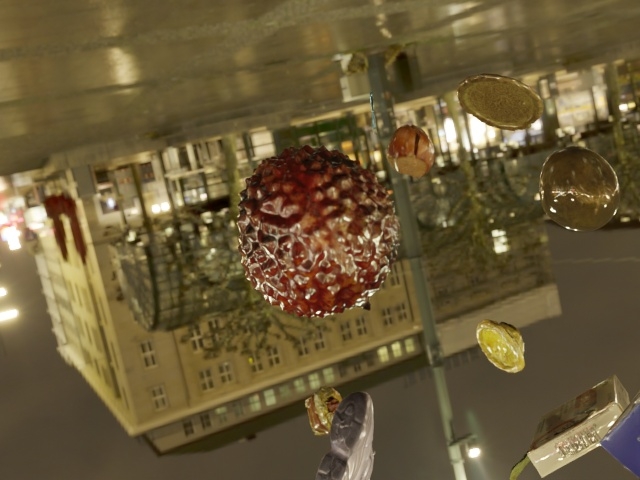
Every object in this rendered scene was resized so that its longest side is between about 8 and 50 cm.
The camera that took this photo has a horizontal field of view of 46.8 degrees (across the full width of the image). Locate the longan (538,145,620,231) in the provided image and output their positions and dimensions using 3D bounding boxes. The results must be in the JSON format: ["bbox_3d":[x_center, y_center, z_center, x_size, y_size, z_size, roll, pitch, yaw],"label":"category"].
[{"bbox_3d":[0.553,-0.111,1.588,0.167,0.187,0.167,-16,-167,4],"label":"longan"}]

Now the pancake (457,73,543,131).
[{"bbox_3d":[0.396,-0.305,1.640,0.199,0.199,0.021,-4,-127,53],"label":"pancake"}]

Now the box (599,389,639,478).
[{"bbox_3d":[0.598,0.229,1.188,0.299,0.200,0.106,-29,-121,-38],"label":"box"}]

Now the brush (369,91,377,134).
[{"bbox_3d":[0.160,-0.391,2.257,0.014,0.051,0.164,-6,146,5],"label":"brush"}]

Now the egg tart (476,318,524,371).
[{"bbox_3d":[0.567,0.321,2.294,0.074,0.191,0.191,-31,-165,-28],"label":"egg tart"}]

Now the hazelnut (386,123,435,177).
[{"bbox_3d":[0.263,-0.259,2.137,0.154,0.143,0.143,31,160,-31],"label":"hazelnut"}]

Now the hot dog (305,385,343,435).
[{"bbox_3d":[0.020,0.512,2.218,0.103,0.146,0.213,-12,167,-16],"label":"hot dog"}]

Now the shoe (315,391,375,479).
[{"bbox_3d":[0.082,0.469,1.687,0.095,0.245,0.137,13,172,40],"label":"shoe"}]

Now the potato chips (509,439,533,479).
[{"bbox_3d":[0.649,0.703,2.355,0.142,0.209,0.026,-29,-128,-30],"label":"potato chips"}]

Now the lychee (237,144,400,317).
[{"bbox_3d":[0.000,0.000,1.855,0.424,0.500,0.424,-26,-159,11],"label":"lychee"}]

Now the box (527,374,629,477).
[{"bbox_3d":[0.579,0.402,1.643,0.214,0.069,0.353,-36,169,16],"label":"box"}]
